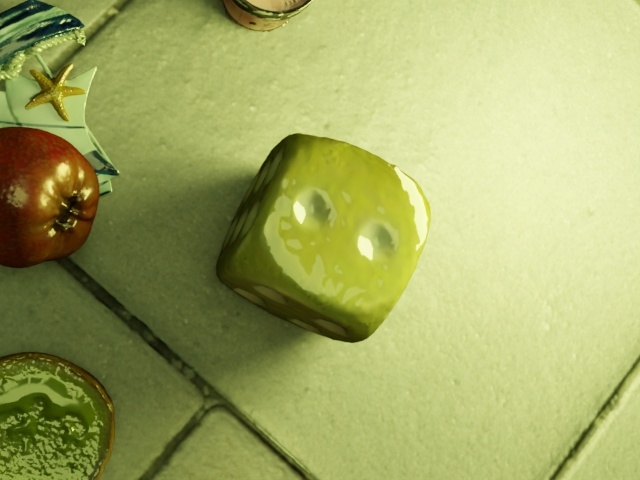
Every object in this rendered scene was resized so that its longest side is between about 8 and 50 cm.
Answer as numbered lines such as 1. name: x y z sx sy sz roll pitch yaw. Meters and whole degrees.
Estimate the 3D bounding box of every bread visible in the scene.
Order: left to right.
1. bread: -0.395 0.262 1.363 0.236 0.070 0.236 0 89 -15

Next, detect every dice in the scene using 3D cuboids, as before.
1. dice: 0.000 0.000 1.432 0.233 0.238 0.227 28 75 -11

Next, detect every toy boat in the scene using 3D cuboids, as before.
1. toy boat: -0.390 -0.186 1.448 0.220 0.067 0.291 -34 105 -17

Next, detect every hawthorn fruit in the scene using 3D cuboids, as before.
1. hawthorn fruit: -0.420 -0.070 1.362 0.225 0.196 0.197 22 76 18

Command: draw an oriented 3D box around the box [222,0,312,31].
1. box: -0.081 -0.388 1.511 0.151 0.135 0.151 2 81 -13
